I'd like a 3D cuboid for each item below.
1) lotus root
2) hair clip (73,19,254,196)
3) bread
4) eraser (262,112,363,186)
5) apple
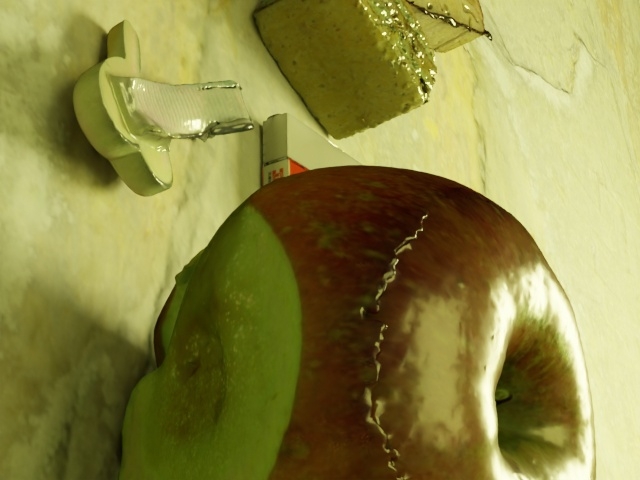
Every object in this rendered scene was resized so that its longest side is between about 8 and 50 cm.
[{"bbox_3d":[0.136,-0.345,1.600,0.261,0.074,0.170,17,59,-53],"label":"lotus root"},{"bbox_3d":[-0.145,-0.120,1.014,0.159,0.071,0.218,67,23,3],"label":"hair clip"},{"bbox_3d":[0.031,-0.220,1.295,0.196,0.138,0.102,50,32,-32],"label":"bread"},{"bbox_3d":[0.000,0.000,1.217,0.157,0.038,0.230,30,50,-49],"label":"eraser"},{"bbox_3d":[0.012,0.128,0.870,0.384,0.374,0.374,65,30,-21],"label":"apple"}]
